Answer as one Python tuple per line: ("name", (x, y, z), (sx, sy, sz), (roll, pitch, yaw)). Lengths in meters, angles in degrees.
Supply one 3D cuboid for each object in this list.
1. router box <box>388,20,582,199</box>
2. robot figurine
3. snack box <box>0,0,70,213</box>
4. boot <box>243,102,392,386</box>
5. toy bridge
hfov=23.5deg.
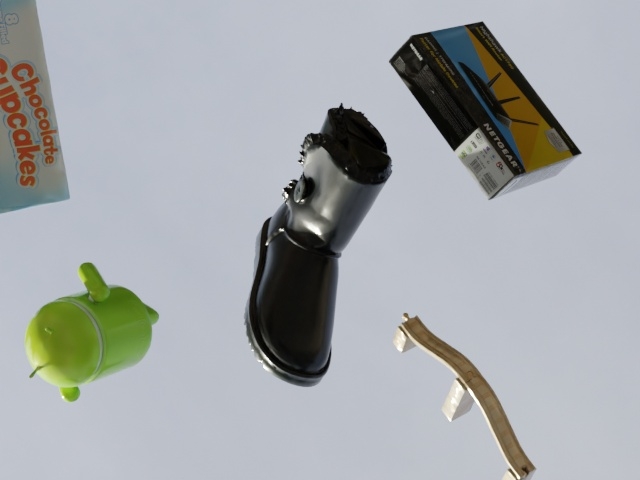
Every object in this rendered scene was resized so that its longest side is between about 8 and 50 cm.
("router box", (0.167, -0.134, 1.552), (0.133, 0.046, 0.179), (-19, -110, -49))
("robot figurine", (-0.172, 0.071, 1.145), (0.067, 0.115, 0.101), (31, -65, 24))
("snack box", (-0.278, -0.118, 1.096), (0.060, 0.187, 0.322), (-14, -170, -30))
("boot", (0.000, 0.000, 1.595), (0.094, 0.207, 0.246), (16, -139, -17))
("toy bridge", (0.128, 0.136, 1.370), (0.026, 0.063, 0.188), (-25, -116, -25))
